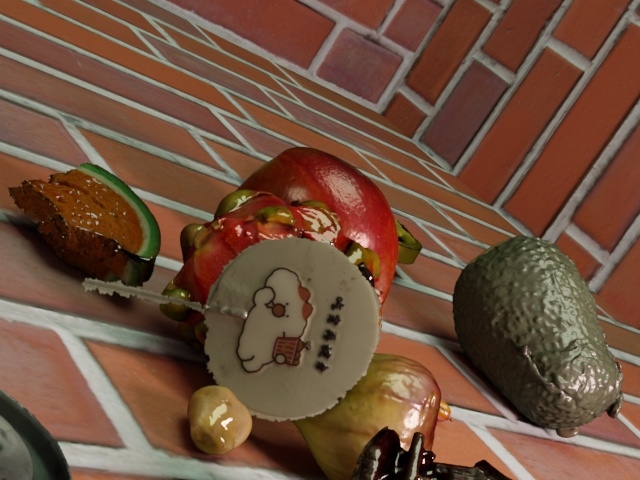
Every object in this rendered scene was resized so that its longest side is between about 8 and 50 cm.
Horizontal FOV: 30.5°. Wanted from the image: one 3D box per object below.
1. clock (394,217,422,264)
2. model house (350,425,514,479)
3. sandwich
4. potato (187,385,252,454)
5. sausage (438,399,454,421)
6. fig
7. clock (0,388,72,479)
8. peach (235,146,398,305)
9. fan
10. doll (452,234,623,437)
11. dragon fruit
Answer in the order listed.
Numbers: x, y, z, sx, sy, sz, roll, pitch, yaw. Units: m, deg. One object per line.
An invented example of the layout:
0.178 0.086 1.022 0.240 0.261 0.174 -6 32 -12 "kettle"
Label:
0.053 -0.030 2.175 0.277 0.071 0.293 33 13 17 "clock"
0.100 0.271 1.016 0.164 0.203 0.141 10 -30 22 "model house"
-0.270 -0.009 1.388 0.159 0.079 0.235 -1 31 -49 "sandwich"
-0.102 0.178 1.152 0.068 0.062 0.083 24 32 3 "potato"
0.137 0.215 1.604 0.107 0.031 0.031 36 14 8 "sausage"
0.022 0.188 1.213 0.230 0.160 0.143 13 4 -30 "fig"
-0.282 0.155 0.844 0.215 0.042 0.215 31 14 -8 "clock"
0.000 0.000 1.736 0.248 0.245 0.275 -22 63 -40 "peach"
-0.099 0.074 1.209 0.329 0.191 0.009 13 -8 14 "fan"
0.359 0.159 1.910 0.247 0.247 0.349 24 25 -33 "doll"
-0.038 0.070 1.349 0.307 0.227 0.243 42 11 -25 "dragon fruit"
